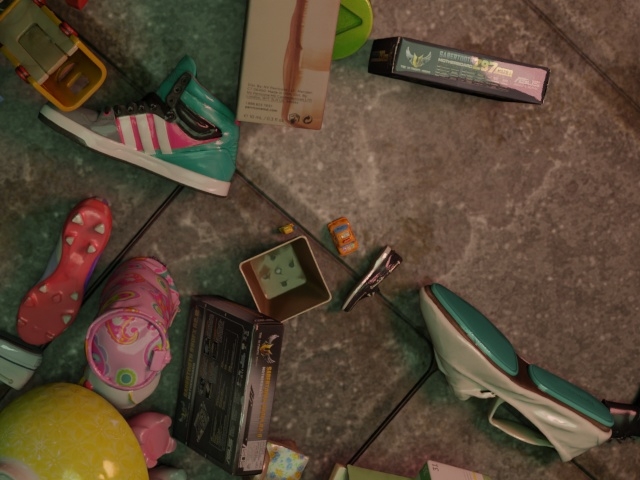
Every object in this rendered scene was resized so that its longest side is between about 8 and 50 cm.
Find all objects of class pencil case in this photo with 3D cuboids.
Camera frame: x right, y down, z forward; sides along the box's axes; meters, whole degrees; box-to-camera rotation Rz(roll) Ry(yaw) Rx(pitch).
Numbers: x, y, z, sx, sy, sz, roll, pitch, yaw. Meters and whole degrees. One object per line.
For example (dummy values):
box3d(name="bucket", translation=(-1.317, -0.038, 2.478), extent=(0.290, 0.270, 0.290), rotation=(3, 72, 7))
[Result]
box3d(name="pencil case", translation=(-0.262, 0.111, 1.681), extent=(0.124, 0.284, 0.124), rotation=(-1, 104, -3))

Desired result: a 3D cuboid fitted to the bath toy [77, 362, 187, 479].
box3d(name="bath toy", translation=(-0.298, 0.324, 1.792), extent=(0.151, 0.129, 0.348), rotation=(-23, 108, -50))

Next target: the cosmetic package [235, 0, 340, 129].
box3d(name="cosmetic package", translation=(-0.041, -0.323, 1.662), extent=(0.129, 0.153, 0.296), rotation=(6, 121, -5))

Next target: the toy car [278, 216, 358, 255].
box3d(name="toy car", translation=(0.000, 0.000, 1.826), extent=(0.122, 0.040, 0.060), rotation=(-7, 100, -8))

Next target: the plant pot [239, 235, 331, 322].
box3d(name="plant pot", translation=(-0.059, 0.054, 1.796), extent=(0.109, 0.096, 0.109), rotation=(-24, 102, -5))

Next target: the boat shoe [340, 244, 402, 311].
box3d(name="boat shoe", translation=(0.080, 0.066, 1.848), extent=(0.038, 0.046, 0.125), rotation=(39, 83, -8))

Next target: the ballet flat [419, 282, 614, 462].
box3d(name="ballet flat", translation=(0.286, 0.227, 1.872), extent=(0.400, 0.139, 0.139), rotation=(36, 92, -13))

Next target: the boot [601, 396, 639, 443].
box3d(name="boot", translation=(0.513, 0.276, 1.950), extent=(0.099, 0.045, 0.121), rotation=(4, 96, -4))

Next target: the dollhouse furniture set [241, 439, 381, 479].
box3d(name="dollhouse furniture set", translation=(0.003, 0.549, 1.800), extent=(0.362, 0.256, 0.394), rotation=(23, 95, -12))

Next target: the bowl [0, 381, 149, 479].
box3d(name="bowl", translation=(-0.405, 0.361, 1.689), extent=(0.289, 0.156, 0.290), rotation=(5, 100, 27))

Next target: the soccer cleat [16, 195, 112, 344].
box3d(name="soccer cleat", translation=(-0.378, 0.046, 1.761), extent=(0.083, 0.095, 0.248), rotation=(26, 108, -8))

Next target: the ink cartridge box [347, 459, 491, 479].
box3d(name="ink cartridge box", translation=(0.165, 0.409, 1.770), extent=(0.235, 0.171, 0.056), rotation=(19, 123, -22))

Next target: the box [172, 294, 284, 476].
box3d(name="box", translation=(-0.141, 0.213, 1.763), extent=(0.056, 0.183, 0.231), rotation=(4, 98, -37))

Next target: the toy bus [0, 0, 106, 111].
box3d(name="toy bus", translation=(-0.391, -0.270, 1.675), extent=(0.190, 0.104, 0.202), rotation=(-6, 62, 24))

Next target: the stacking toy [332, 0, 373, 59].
box3d(name="stacking toy", translation=(0.008, -0.442, 1.754), extent=(0.309, 0.130, 0.279), rotation=(31, 119, -9))

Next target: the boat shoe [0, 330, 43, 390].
box3d(name="boat shoe", translation=(-0.526, 0.153, 1.744), extent=(0.226, 0.083, 0.076), rotation=(29, 92, -13))

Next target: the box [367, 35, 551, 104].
box3d(name="box", translation=(0.200, -0.252, 1.747), extent=(0.232, 0.183, 0.059), rotation=(10, 97, -9))

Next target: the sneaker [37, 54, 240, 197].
box3d(name="sneaker", translation=(-0.244, -0.193, 1.716), extent=(0.295, 0.124, 0.179), rotation=(21, 94, -11))
